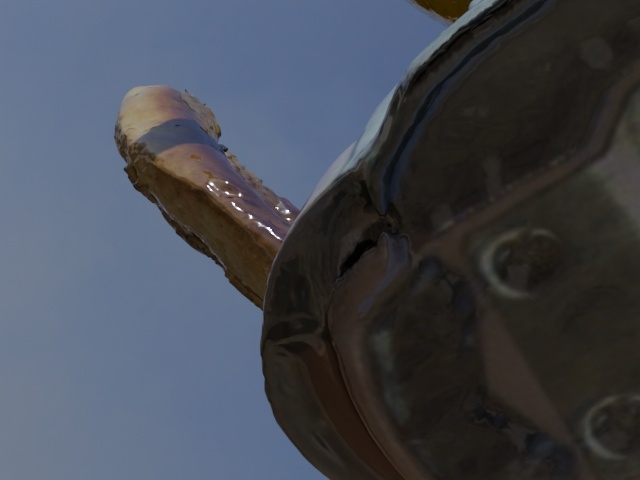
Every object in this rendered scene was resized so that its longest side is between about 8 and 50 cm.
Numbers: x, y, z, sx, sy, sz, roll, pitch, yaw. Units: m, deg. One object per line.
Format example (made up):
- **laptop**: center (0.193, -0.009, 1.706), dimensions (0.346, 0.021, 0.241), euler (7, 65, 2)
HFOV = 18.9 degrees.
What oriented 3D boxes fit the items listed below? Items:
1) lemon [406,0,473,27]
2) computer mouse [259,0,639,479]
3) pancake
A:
- **lemon**: center (0.130, -0.202, 0.914), dimensions (0.228, 0.254, 0.228), euler (-3, 90, -82)
- **computer mouse**: center (0.157, -0.045, 0.524), dimensions (0.199, 0.389, 0.115), euler (58, 10, -27)
- **pancake**: center (0.000, 0.000, 1.091), dimensions (0.244, 0.057, 0.266), euler (25, 17, -21)
